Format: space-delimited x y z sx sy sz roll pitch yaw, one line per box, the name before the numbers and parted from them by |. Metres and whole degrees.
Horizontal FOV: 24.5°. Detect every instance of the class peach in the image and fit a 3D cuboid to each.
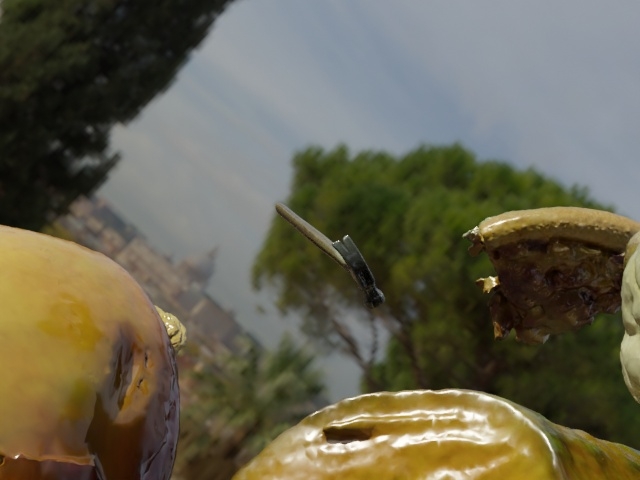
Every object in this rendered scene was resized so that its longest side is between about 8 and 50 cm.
peach | -0.274 0.141 1.086 0.372 0.372 0.290 38 -44 49

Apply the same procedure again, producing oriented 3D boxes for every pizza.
pizza | 0.300 0.058 1.830 0.289 0.229 0.081 11 42 -21

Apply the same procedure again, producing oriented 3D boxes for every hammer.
hammer | 0.000 0.000 1.285 0.182 0.017 0.062 39 -21 56

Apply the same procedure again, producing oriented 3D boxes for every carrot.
carrot | 0.125 0.233 1.003 0.341 0.241 0.241 19 12 -38

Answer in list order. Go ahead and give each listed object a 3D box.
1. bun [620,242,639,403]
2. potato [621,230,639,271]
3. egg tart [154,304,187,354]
bun | 0.313 0.074 1.028 0.229 0.145 0.229 19 -37 16
potato | 0.377 0.030 1.548 0.138 0.091 0.070 16 -33 -28
egg tart | -0.209 0.109 1.631 0.130 0.052 0.130 8 25 -4
